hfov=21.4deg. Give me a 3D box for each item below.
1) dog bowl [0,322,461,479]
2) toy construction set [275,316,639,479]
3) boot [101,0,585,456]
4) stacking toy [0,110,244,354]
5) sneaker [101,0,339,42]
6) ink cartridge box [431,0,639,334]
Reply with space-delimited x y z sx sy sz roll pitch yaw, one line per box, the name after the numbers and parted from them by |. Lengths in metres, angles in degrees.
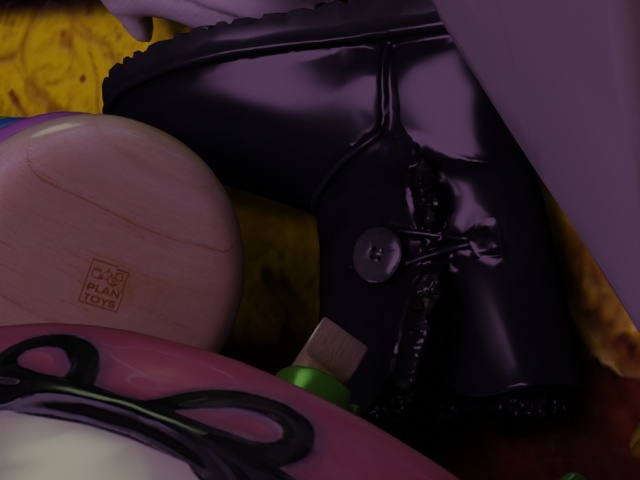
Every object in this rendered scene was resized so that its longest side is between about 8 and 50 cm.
-0.052 0.198 0.560 0.408 0.150 0.408 19 138 18 | dog bowl
0.127 0.088 0.632 0.309 0.237 0.257 20 141 17 | toy construction set
0.000 0.000 0.794 0.246 0.094 0.207 -9 74 29 | boot
-0.159 -0.010 0.856 0.330 0.141 0.141 23 98 64 | stacking toy
-0.015 -0.158 0.815 0.297 0.129 0.111 7 49 43 | sneaker
0.215 -0.154 0.450 0.385 0.279 0.160 -26 64 1 | ink cartridge box
